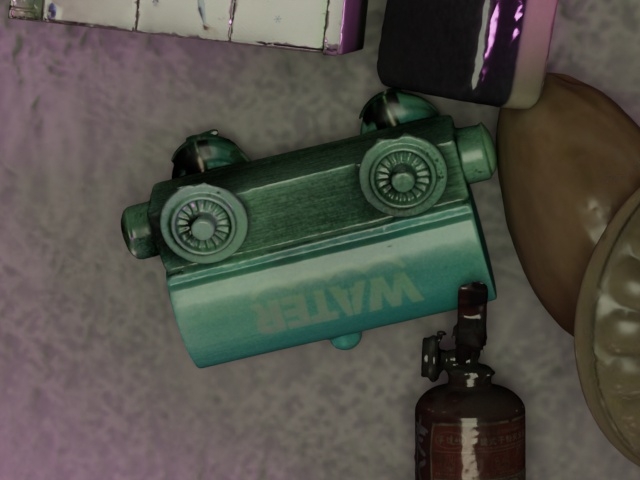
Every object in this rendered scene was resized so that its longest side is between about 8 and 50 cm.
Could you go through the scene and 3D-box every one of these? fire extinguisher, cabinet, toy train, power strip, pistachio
[{"bbox_3d":[0.104,0.146,1.300,0.075,0.106,0.252,-2,98,-18],"label":"fire extinguisher"},{"bbox_3d":[-0.074,-0.200,1.252,0.206,0.150,0.145,7,98,6],"label":"cabinet"},{"bbox_3d":[0.000,0.000,1.306,0.248,0.101,0.159,-12,111,8],"label":"toy train"},{"bbox_3d":[0.107,-0.214,1.249,0.070,0.105,0.256,3,100,-36],"label":"power strip"},{"bbox_3d":[0.173,-0.021,1.277,0.126,0.108,0.185,-20,86,42],"label":"pistachio"}]

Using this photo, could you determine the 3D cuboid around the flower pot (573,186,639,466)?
[{"bbox_3d":[0.295,0.058,1.143,0.307,0.244,0.307,-5,100,-28],"label":"flower pot"}]
